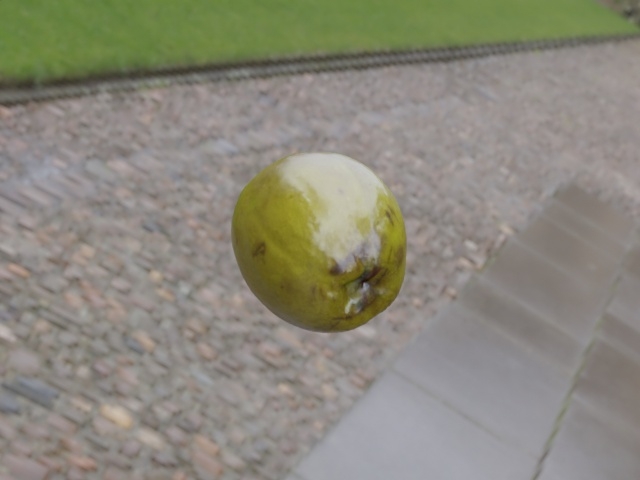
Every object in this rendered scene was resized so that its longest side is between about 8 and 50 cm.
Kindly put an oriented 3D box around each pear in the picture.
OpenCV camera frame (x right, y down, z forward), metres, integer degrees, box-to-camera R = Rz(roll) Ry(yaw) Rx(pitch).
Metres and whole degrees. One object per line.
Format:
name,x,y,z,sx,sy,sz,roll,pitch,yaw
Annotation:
pear,0.000,0.000,1.247,0.149,0.149,0.162,14,32,-45
